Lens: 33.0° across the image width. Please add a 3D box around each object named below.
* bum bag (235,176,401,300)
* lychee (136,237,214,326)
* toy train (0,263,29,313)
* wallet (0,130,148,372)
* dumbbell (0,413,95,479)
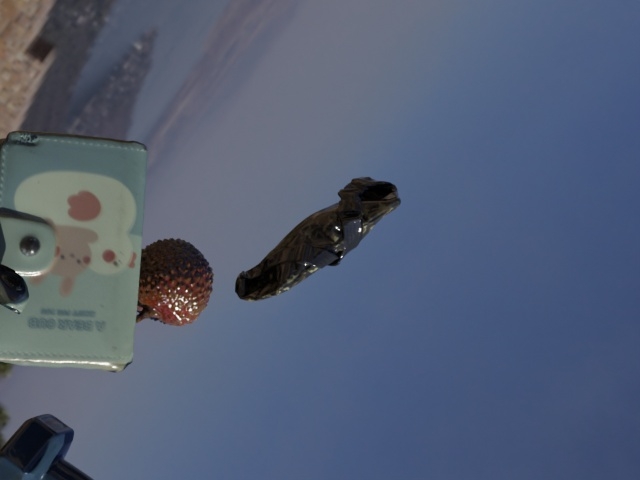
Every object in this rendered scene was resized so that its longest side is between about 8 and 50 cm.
[{"bbox_3d":[0.001,0.001,1.349,0.248,0.069,0.102,-41,-141,-13],"label":"bum bag"},{"bbox_3d":[-0.280,0.086,1.960,0.165,0.165,0.197,-42,-160,57],"label":"lychee"},{"bbox_3d":[-0.420,0.062,1.447,0.048,0.055,0.252,-61,-159,-9],"label":"toy train"},{"bbox_3d":[-0.399,0.017,1.650,0.083,0.252,0.360,176,-82,-69],"label":"wallet"},{"bbox_3d":[-0.396,0.436,1.832,0.160,0.325,0.144,-51,169,-30],"label":"dumbbell"}]
